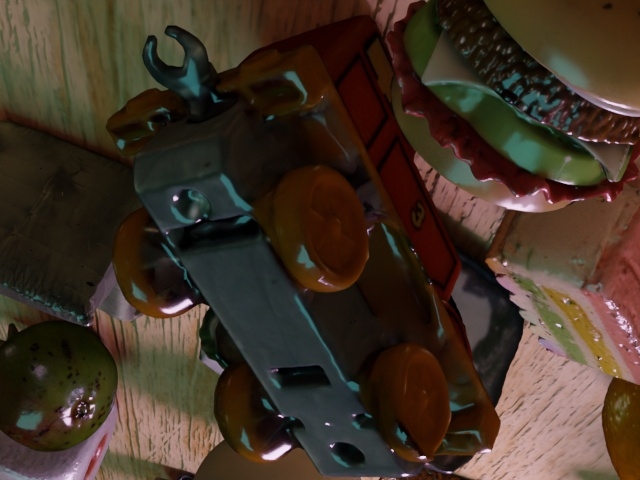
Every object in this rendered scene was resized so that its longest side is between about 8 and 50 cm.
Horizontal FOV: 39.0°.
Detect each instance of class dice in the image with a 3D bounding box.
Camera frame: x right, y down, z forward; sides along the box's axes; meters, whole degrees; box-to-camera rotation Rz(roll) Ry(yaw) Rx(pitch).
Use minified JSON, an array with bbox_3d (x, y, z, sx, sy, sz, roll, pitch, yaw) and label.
[{"bbox_3d":[-0.444,0.314,1.442,0.192,0.194,0.193,23,150,0],"label":"dice"}]

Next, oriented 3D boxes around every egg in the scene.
[{"bbox_3d":[-0.063,0.368,1.267,0.269,0.219,0.219,-9,137,44],"label":"egg"}]

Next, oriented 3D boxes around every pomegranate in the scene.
[{"bbox_3d":[-0.391,0.191,1.260,0.224,0.181,0.181,16,151,39],"label":"pomegranate"}]

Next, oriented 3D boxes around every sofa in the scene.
[{"bbox_3d":[-0.281,0.018,0.918,0.210,0.176,0.225,23,148,-2],"label":"sofa"}]

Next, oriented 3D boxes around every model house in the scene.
[{"bbox_3d":[-0.001,0.084,0.890,0.271,0.190,0.301,28,163,-16],"label":"model house"}]

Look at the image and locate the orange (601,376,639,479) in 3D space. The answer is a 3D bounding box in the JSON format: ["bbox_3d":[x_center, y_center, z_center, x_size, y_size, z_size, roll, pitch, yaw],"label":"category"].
[{"bbox_3d":[0.414,0.199,0.795,0.335,0.196,0.262,8,133,33],"label":"orange"}]

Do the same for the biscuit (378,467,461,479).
[{"bbox_3d":[0.180,0.354,1.274,0.199,0.034,0.064,16,148,8],"label":"biscuit"}]

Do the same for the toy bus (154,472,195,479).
[{"bbox_3d":[-0.185,0.543,1.657,0.290,0.157,0.139,13,147,15],"label":"toy bus"}]

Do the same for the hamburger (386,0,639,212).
[{"bbox_3d":[0.131,-0.109,0.508,0.175,0.175,0.137,27,134,-8],"label":"hamburger"}]

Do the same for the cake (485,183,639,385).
[{"bbox_3d":[0.207,0.055,0.718,0.109,0.090,0.225,15,142,37],"label":"cake"}]

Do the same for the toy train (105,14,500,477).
[{"bbox_3d":[0.000,0.000,0.632,0.163,0.231,0.369,-9,123,35],"label":"toy train"}]
